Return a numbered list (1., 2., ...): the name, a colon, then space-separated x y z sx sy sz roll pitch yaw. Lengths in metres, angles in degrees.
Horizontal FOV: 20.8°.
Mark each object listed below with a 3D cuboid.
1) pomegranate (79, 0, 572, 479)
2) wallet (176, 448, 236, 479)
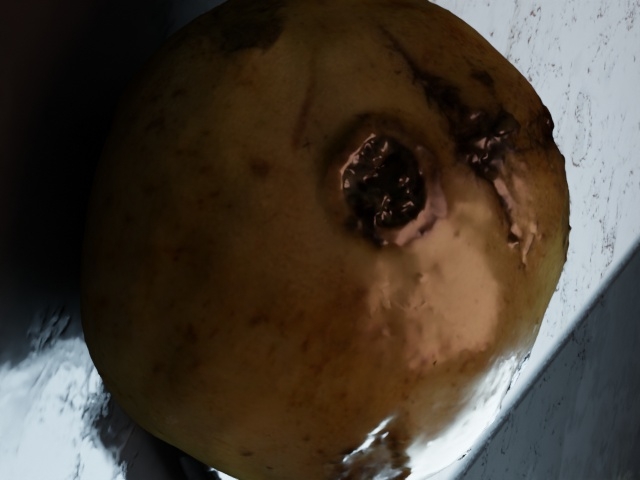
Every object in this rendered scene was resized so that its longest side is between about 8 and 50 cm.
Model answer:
1. pomegranate: 0.000 0.000 0.860 0.260 0.260 0.260 -45 142 -51
2. wallet: -0.006 0.030 1.103 0.170 0.044 0.321 67 39 -56
